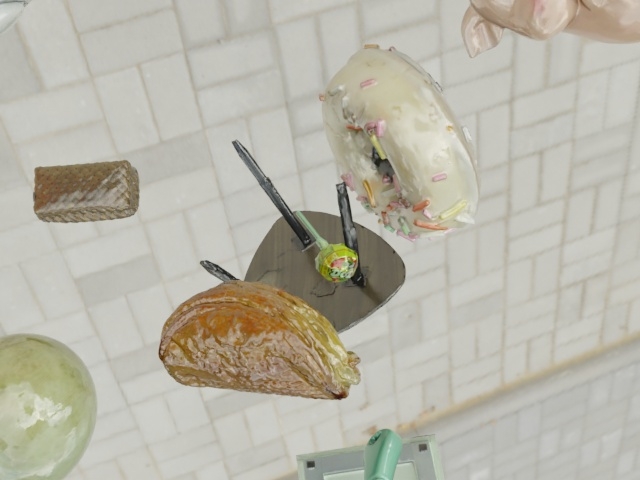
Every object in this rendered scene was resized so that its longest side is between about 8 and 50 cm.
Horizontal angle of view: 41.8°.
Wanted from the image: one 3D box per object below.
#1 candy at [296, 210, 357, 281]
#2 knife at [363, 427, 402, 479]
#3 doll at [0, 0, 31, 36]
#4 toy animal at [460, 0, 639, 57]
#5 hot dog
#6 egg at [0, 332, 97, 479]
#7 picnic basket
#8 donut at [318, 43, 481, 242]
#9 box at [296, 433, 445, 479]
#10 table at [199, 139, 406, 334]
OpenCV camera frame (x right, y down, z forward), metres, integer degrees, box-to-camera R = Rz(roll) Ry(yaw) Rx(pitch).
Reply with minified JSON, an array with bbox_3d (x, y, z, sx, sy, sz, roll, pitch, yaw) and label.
[{"bbox_3d":[0.000,0.000,1.271,0.062,0.194,0.058,-9,122,-19],"label":"candy"},{"bbox_3d":[0.059,0.324,1.009,0.034,0.260,0.063,43,119,-12],"label":"knife"},{"bbox_3d":[-0.163,-0.134,0.382,0.227,0.102,0.075,-39,127,-2],"label":"doll"},{"bbox_3d":[0.266,-0.279,0.855,0.154,0.250,0.167,28,73,-64],"label":"toy animal"},{"bbox_3d":[-0.074,0.142,1.118,0.272,0.122,0.196,-3,143,27],"label":"hot dog"},{"bbox_3d":[-0.451,0.275,1.274,0.218,0.218,0.296,-5,129,-21],"label":"egg"},{"bbox_3d":[-0.424,-0.090,1.501,0.193,0.110,0.055,-5,164,4],"label":"picnic basket"},{"bbox_3d":[0.132,-0.162,1.520,0.142,0.382,0.383,-32,134,-15],"label":"donut"},{"bbox_3d":[0.087,0.438,1.285,0.225,0.225,0.117,-8,144,-1],"label":"box"},{"bbox_3d":[-0.037,-0.005,1.392,0.317,0.317,0.249,-29,137,1],"label":"table"}]
